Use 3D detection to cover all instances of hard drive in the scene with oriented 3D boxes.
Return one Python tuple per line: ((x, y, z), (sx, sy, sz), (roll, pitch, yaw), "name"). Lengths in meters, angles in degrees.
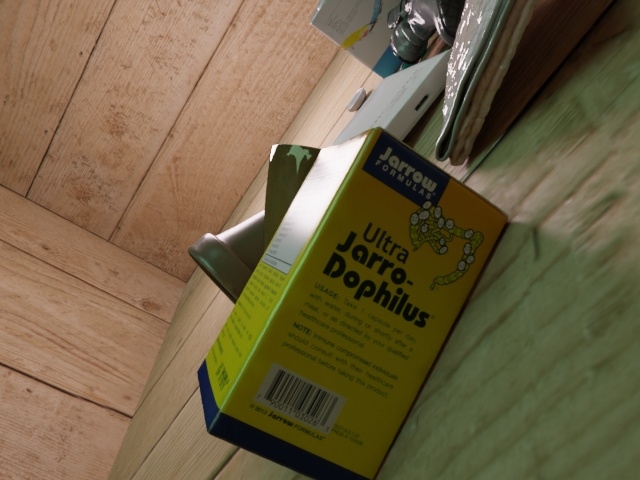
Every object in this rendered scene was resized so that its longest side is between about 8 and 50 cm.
((0.152, -0.291, 1.138), (0.233, 0.047, 0.353), (-51, 16, -1), "hard drive")

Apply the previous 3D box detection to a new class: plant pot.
((0.000, 0.000, 0.840), (0.237, 0.237, 0.254), (-173, 98, -73), "plant pot")
((-0.095, 0.041, 1.035), (0.229, 0.263, 0.263), (-43, 12, -13), "plant pot")

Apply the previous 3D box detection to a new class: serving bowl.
((0.117, -0.432, 1.586), (0.083, 0.027, 0.083), (-53, 17, 24), "serving bowl")

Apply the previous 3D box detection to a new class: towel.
((0.239, -0.322, 0.727), (0.332, 0.053, 0.317), (102, -176, -50), "towel")

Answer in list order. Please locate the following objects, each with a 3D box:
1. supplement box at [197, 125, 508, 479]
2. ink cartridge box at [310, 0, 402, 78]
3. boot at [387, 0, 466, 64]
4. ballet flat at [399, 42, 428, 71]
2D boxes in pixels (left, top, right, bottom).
((0.026, 0.074, 0.625), (0.357, 0.195, 0.194), (-61, 16, -5), "supplement box")
((0.132, -0.623, 1.439), (0.197, 0.270, 0.198), (-52, 17, 22), "ink cartridge box")
((0.238, -0.463, 1.100), (0.223, 0.118, 0.338), (124, 155, -49), "boot")
((0.228, -0.451, 1.264), (0.114, 0.041, 0.041), (-61, 16, -8), "ballet flat")
